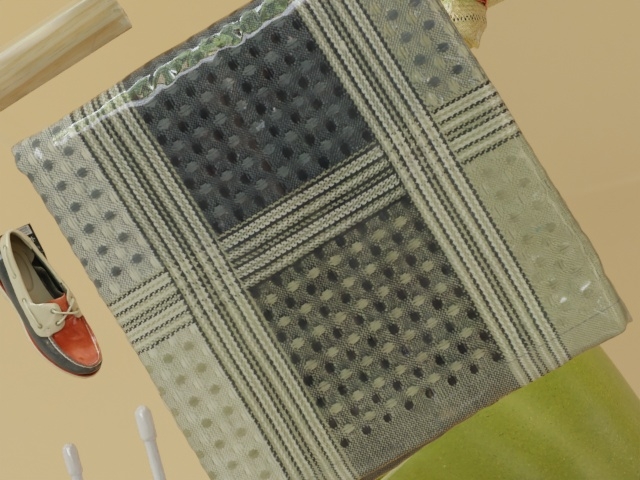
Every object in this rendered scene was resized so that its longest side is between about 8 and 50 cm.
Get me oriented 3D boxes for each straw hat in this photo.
[{"bbox_3d":[0.134,-0.216,1.611,0.144,0.144,0.061,11,-113,-59],"label":"straw hat"}]

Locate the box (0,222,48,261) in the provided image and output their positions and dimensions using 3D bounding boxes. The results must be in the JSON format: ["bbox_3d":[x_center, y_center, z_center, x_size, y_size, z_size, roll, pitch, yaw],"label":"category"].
[{"bbox_3d":[-0.308,0.037,1.718,0.062,0.052,0.083,-127,18,-51],"label":"box"}]

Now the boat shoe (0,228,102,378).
[{"bbox_3d":[-0.221,0.052,1.335,0.049,0.043,0.137,-32,-98,-44],"label":"boat shoe"}]

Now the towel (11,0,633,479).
[{"bbox_3d":[0.000,0.000,1.103,0.324,0.312,0.056,60,-171,-2],"label":"towel"}]

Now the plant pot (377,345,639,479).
[{"bbox_3d":[0.249,0.244,1.655,0.293,0.275,0.275,41,-148,3],"label":"plant pot"}]

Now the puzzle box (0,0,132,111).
[{"bbox_3d":[-0.388,-0.140,1.731,0.052,0.409,0.272,57,177,-14],"label":"puzzle box"}]

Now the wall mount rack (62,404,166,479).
[{"bbox_3d":[-0.233,0.354,1.726,0.130,0.350,0.304,31,-121,-20],"label":"wall mount rack"}]
